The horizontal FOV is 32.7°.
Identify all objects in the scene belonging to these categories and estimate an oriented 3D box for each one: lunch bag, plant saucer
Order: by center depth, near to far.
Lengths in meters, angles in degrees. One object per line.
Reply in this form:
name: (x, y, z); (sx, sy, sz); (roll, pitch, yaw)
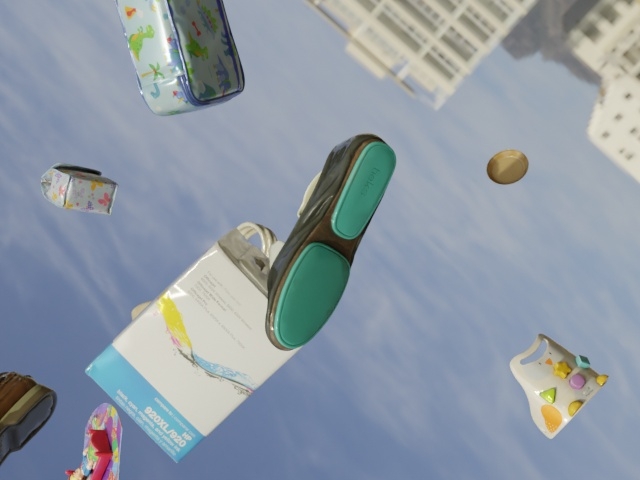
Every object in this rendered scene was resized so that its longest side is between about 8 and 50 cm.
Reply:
lunch bag: (-0.304, -0.066, 1.367); (0.071, 0.053, 0.083); (9, -172, -36)
lunch bag: (-0.186, -0.284, 1.471); (0.176, 0.090, 0.218); (-26, -77, -65)
plant saucer: (0.367, -0.140, 2.134); (0.083, 0.083, 0.015); (60, -178, 37)

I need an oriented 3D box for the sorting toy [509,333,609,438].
sorting toy: (0.216, 0.124, 1.005); (0.075, 0.045, 0.083); (44, -119, 15)

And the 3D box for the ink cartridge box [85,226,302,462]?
ink cartridge box: (-0.143, 0.125, 1.392); (0.168, 0.233, 0.171); (46, -172, -3)

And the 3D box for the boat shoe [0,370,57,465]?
boat shoe: (-0.544, 0.312, 1.675); (0.104, 0.110, 0.307); (26, -144, 18)

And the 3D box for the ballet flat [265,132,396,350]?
ballet flat: (0.000, 0.000, 1.294); (0.095, 0.280, 0.096); (38, 165, -35)

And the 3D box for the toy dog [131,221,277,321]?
toy dog: (-0.181, 0.130, 1.614); (0.161, 0.334, 0.220); (9, -137, -57)

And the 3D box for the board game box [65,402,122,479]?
board game box: (-0.290, 0.287, 1.365); (0.033, 0.133, 0.168); (10, -105, -30)
